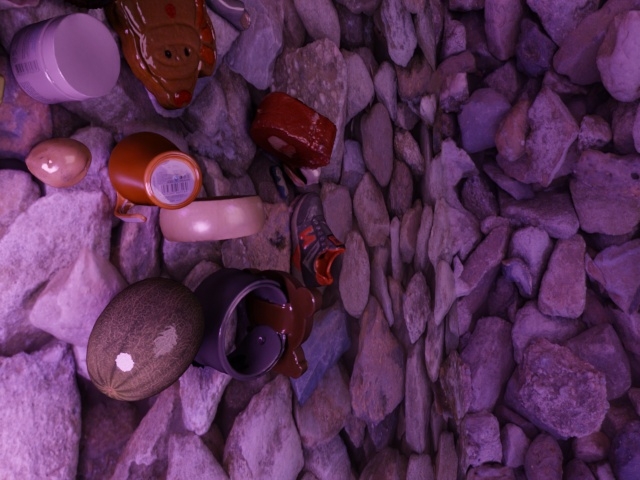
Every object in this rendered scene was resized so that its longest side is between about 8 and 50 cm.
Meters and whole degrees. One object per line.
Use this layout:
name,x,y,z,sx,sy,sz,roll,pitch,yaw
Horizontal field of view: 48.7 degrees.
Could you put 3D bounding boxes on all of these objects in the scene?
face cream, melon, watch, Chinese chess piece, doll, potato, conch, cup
face cream,-0.543,-0.385,1.505,0.177,0.153,0.177,1,89,-57
melon,-0.399,0.227,1.622,0.301,0.238,0.237,-59,135,-38
watch,-0.201,0.249,1.945,0.327,0.314,0.335,-17,114,-45
Chinese chess piece,-0.276,-0.059,1.805,0.273,0.273,0.102,-14,101,-58
doll,-0.128,-0.186,2.276,0.125,0.027,0.037,66,31,-31
potato,-0.556,-0.171,1.519,0.147,0.112,0.112,-25,109,-63
conch,-0.068,-0.241,2.318,0.104,0.094,0.176,-47,133,-2
cup,-0.390,-0.136,1.639,0.182,0.264,0.226,34,84,-30

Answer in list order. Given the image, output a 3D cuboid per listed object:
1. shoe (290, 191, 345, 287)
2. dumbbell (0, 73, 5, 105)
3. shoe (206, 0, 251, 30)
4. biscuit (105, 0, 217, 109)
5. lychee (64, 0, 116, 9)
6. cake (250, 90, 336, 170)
shoe,0.000,0.000,2.336,0.132,0.171,0.336,13,78,-57
dumbbell,-0.669,-0.183,1.332,0.108,0.121,0.301,8,80,-29
shoe,-0.252,-0.682,2.060,0.195,0.078,0.079,35,60,-57
biscuit,-0.397,-0.534,1.836,0.359,0.074,0.380,-24,106,-54
lychee,-0.511,-0.606,1.556,0.188,0.188,0.188,5,84,-58
cake,-0.085,-0.328,2.188,0.283,0.177,0.150,25,61,-26
